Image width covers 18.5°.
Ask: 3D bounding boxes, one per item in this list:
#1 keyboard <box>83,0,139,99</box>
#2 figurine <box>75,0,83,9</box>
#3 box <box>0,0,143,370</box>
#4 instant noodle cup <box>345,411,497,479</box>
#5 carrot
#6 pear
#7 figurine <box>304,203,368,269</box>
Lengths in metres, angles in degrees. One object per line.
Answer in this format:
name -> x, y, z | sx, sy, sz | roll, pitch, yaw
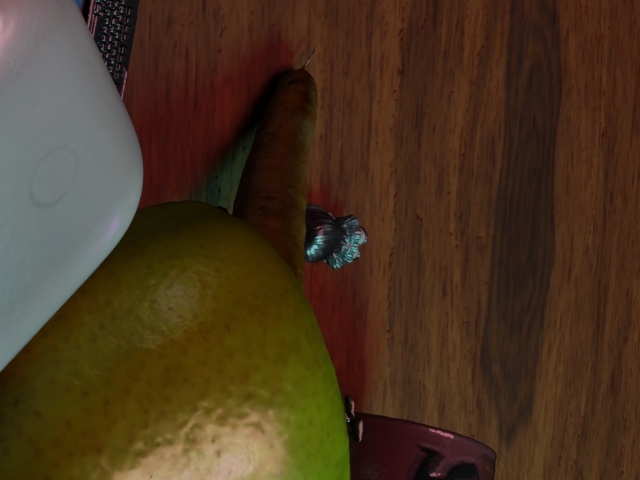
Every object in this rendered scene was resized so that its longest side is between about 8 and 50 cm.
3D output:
keyboard -> -0.167, -0.120, 1.482 | 0.053, 0.010, 0.155 | 9, 92, -52
figurine -> -0.130, -0.290, 1.264 | 0.416, 0.298, 0.243 | -41, 135, 11
box -> -0.263, -0.009, 1.185 | 0.349, 0.141, 0.289 | -48, 149, -19
instant noodle cup -> 0.050, 0.253, 1.677 | 0.235, 0.234, 0.179 | 31, 66, -49
carrot -> -0.034, -0.043, 1.582 | 0.078, 0.078, 0.298 | 52, 37, -43
pear -> -0.158, 0.173, 1.364 | 0.318, 0.238, 0.343 | -11, 120, -34
figurine -> 0.000, 0.000, 1.688 | 0.060, 0.047, 0.106 | -47, 153, 18
